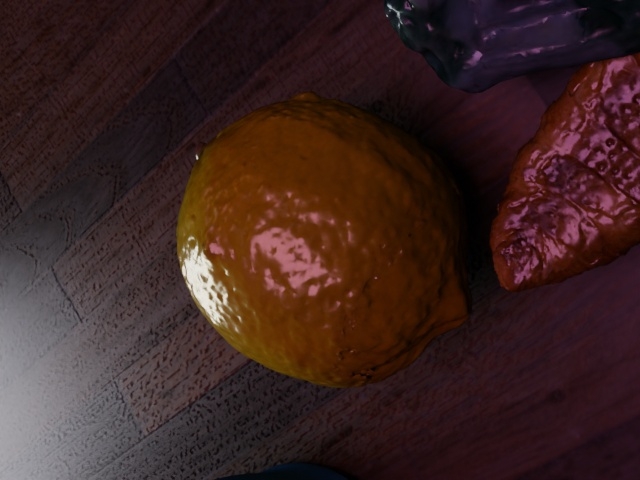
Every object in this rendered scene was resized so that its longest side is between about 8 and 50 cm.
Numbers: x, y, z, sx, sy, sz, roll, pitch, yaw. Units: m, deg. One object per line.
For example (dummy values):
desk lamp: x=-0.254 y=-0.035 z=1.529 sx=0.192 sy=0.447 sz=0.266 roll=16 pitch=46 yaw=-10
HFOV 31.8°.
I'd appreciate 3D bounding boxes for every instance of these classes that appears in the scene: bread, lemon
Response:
bread: x=0.192 y=-0.061 z=0.700 sx=0.105 sy=0.076 sz=0.233 roll=40 pitch=110 yaw=25
lemon: x=0.000 y=0.000 z=0.777 sx=0.231 sy=0.192 sz=0.192 roll=32 pitch=116 yaw=18

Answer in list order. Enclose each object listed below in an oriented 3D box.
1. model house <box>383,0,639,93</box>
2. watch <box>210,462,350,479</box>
model house: x=0.098 y=-0.255 z=0.549 sx=0.295 sy=0.329 sz=0.251 roll=-6 pitch=75 yaw=36
watch: x=-0.025 y=0.302 z=0.850 sx=0.305 sy=0.241 sz=0.274 roll=-31 pitch=68 yaw=35
